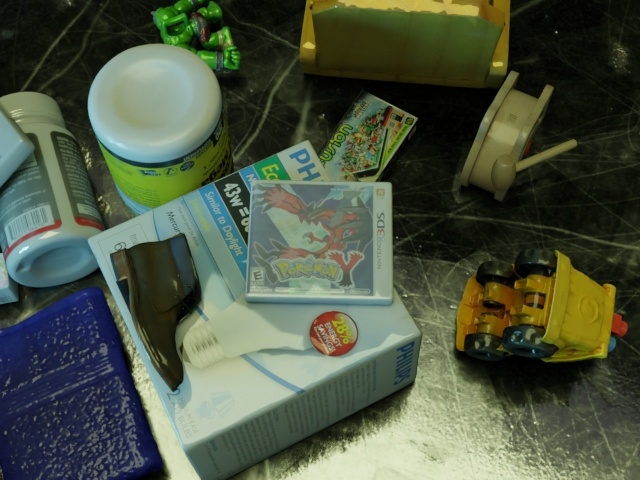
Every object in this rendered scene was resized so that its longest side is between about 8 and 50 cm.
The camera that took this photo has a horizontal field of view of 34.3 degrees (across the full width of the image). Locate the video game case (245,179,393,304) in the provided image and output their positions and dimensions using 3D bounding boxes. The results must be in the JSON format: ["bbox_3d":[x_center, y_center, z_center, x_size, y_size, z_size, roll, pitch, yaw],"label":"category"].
[{"bbox_3d":[0.000,0.000,1.440,0.201,0.023,0.183,1,64,0],"label":"video game case"}]

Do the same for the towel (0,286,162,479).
[{"bbox_3d":[-0.382,0.246,1.554,0.227,0.076,0.308,-24,67,-3],"label":"towel"}]

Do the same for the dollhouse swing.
[{"bbox_3d":[0.147,-0.417,1.730,0.346,0.305,0.315,5,65,4],"label":"dollhouse swing"}]

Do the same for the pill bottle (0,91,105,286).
[{"bbox_3d":[-0.448,-0.084,1.655,0.161,0.161,0.283,-18,65,-8],"label":"pill bottle"}]

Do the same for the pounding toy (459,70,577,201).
[{"bbox_3d":[0.328,-0.143,1.695,0.154,0.154,0.269,24,48,11],"label":"pounding toy"}]

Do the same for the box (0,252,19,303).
[{"bbox_3d":[-0.642,0.087,1.630,0.324,0.067,0.063,-11,64,-4],"label":"box"}]

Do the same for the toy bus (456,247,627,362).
[{"bbox_3d":[0.342,0.120,1.560,0.211,0.220,0.149,21,69,-26],"label":"toy bus"}]

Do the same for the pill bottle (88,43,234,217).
[{"bbox_3d":[-0.229,-0.131,1.580,0.187,0.334,0.188,0,65,1],"label":"pill bottle"}]

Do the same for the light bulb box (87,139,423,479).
[{"bbox_3d":[-0.092,0.106,1.528,0.361,0.225,0.358,-26,67,-10],"label":"light bulb box"}]

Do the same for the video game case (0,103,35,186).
[{"bbox_3d":[-0.626,-0.108,1.634,0.329,0.036,0.300,-47,53,2],"label":"video game case"}]

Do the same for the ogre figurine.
[{"bbox_3d":[-0.223,-0.366,1.824,0.118,0.097,0.197,-14,76,-19],"label":"ogre figurine"}]

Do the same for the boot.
[{"bbox_3d":[-0.197,0.086,1.371,0.106,0.082,0.219,-24,65,-5],"label":"boot"}]

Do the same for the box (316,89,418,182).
[{"bbox_3d":[0.065,-0.146,1.749,0.114,0.036,0.207,29,68,13],"label":"box"}]
